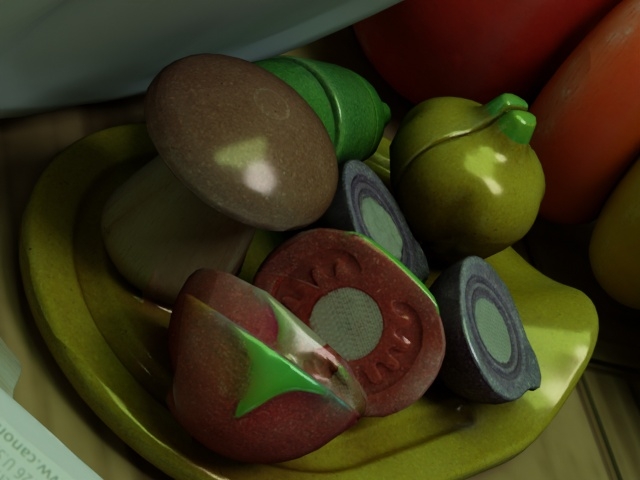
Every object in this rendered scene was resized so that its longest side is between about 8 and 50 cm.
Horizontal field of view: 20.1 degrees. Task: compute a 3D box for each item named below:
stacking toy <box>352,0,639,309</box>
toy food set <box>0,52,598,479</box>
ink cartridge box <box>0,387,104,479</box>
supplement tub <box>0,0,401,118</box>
[{"bbox_3d":[0.137,0.001,0.550,0.330,0.141,0.141,41,35,13],"label":"stacking toy"},{"bbox_3d":[0.000,0.000,0.457,0.218,0.071,0.128,-14,62,-48],"label":"toy food set"},{"bbox_3d":[-0.128,0.097,0.275,0.181,0.056,0.225,42,54,3],"label":"ink cartridge box"},{"bbox_3d":[-0.067,-0.216,0.438,0.207,0.207,0.338,-16,84,-49],"label":"supplement tub"}]
